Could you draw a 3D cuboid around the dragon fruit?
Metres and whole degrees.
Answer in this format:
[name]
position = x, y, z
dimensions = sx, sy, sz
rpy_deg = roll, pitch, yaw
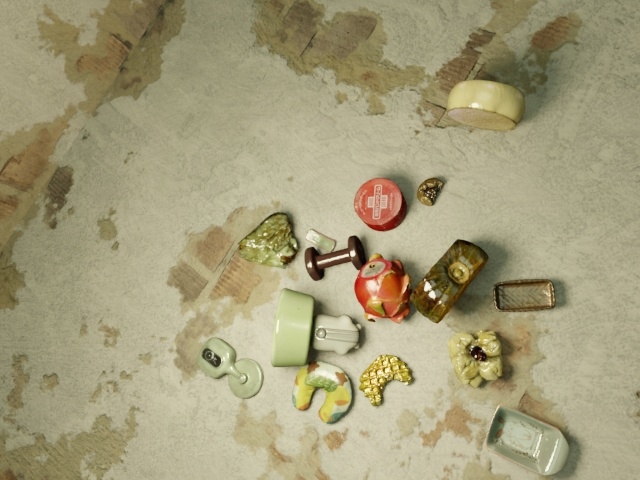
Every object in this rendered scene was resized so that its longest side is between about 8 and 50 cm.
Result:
[dragon fruit]
position = 0.230, 0.177, 1.731
dimensions = 0.224, 0.227, 0.224
rpy_deg = -15, 36, 11

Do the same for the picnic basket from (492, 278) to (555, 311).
[picnic basket]
position = 0.690, 0.189, 1.637
dimensions = 0.193, 0.055, 0.110
rpy_deg = -5, 76, 19

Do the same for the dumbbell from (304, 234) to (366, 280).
[dumbbell]
position = 0.057, 0.069, 1.864
dimensions = 0.225, 0.140, 0.124
rpy_deg = -14, 50, 16

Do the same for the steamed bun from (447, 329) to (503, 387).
[steamed bun]
position = 0.520, 0.398, 1.619
dimensions = 0.177, 0.106, 0.192
rpy_deg = -8, 75, 21

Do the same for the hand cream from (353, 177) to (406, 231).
[hand cream]
position = 0.233, -0.135, 1.858
dimensions = 0.193, 0.125, 0.193
rpy_deg = -6, 73, 20

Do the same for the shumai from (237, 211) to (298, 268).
[shumai]
position = -0.195, 0.021, 1.976
dimensions = 0.256, 0.189, 0.218
rpy_deg = -44, 83, -11

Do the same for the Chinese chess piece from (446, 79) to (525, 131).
[Chinese chess piece]
position = 0.592, -0.482, 1.733
dimensions = 0.270, 0.270, 0.112
rpy_deg = 15, 93, 24

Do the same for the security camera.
[security camera]
position = -0.366, 0.516, 1.945
dimensions = 0.301, 0.080, 0.157
rpy_deg = 30, 88, 22

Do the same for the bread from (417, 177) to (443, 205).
[bread]
position = 0.413, -0.191, 1.840
dimensions = 0.082, 0.060, 0.113
rpy_deg = 23, 86, 22

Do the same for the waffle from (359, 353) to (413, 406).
[waffle]
position = 0.230, 0.501, 1.733
dimensions = 0.194, 0.051, 0.149
rpy_deg = -48, 64, 3

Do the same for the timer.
[timer]
position = -0.008, 0.337, 1.781
dimensions = 0.315, 0.291, 0.291
rpy_deg = 7, 78, -1

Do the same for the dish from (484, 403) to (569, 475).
[dish]
position = 0.657, 0.635, 1.527
dimensions = 0.234, 0.064, 0.154
rpy_deg = 20, 84, 25

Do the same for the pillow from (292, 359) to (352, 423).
[pillow]
position = 0.008, 0.559, 1.793
dimensions = 0.233, 0.086, 0.214
rpy_deg = 20, 94, 21

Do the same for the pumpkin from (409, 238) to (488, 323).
[pumpkin]
position = 0.435, 0.143, 1.656
dimensions = 0.139, 0.222, 0.317
rpy_deg = 36, 62, 16

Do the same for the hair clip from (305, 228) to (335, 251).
[hair clip]
position = 0.001, 0.001, 1.967
dimensions = 0.137, 0.022, 0.054
rpy_deg = 26, 87, 24
